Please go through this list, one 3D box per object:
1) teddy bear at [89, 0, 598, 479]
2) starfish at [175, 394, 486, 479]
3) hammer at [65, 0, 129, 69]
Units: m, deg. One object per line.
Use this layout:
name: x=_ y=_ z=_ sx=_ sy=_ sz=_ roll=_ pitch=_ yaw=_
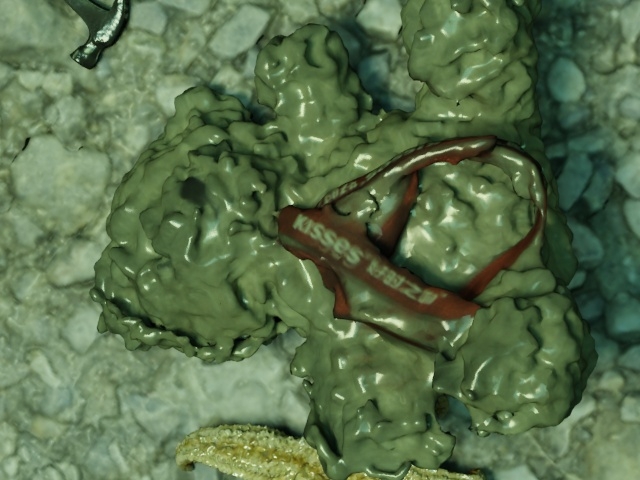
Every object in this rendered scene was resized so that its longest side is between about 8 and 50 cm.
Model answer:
teddy bear: x=0.000 y=0.000 z=1.348 sx=0.367 sy=0.224 sz=0.357 roll=-9 pitch=71 yaw=10
starfish: x=0.000 y=0.192 z=1.425 sx=0.238 sy=0.071 sz=0.216 roll=22 pitch=90 yaw=13
hammer: x=-0.229 y=-0.222 z=1.463 sx=0.201 sy=0.021 sz=0.078 roll=39 pitch=97 yaw=4
